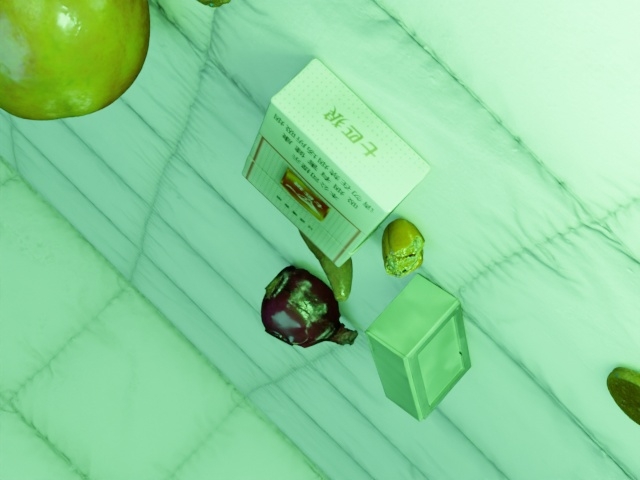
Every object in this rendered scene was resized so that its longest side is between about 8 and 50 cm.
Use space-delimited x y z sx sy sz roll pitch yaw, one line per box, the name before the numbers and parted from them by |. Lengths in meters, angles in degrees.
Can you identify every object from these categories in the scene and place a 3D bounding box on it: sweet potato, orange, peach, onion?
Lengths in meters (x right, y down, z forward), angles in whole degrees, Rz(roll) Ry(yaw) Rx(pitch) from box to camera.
sweet potato | -0.002 -0.009 1.829 0.255 0.058 0.078 -122 15 -45
orange | 0.119 0.009 1.657 0.086 0.062 0.086 175 90 -84
peach | -0.391 -0.337 1.662 0.307 0.308 0.332 30 142 39
onion | -0.027 0.151 2.190 0.198 0.135 0.173 44 166 -5

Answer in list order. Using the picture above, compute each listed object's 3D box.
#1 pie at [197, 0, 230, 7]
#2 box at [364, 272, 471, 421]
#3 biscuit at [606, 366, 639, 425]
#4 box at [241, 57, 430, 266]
pie | -0.188 -0.399 1.396 0.273 0.069 0.273 39 163 14
box | 0.158 0.174 1.833 0.086 0.129 0.225 34 160 29
biscuit | 0.440 0.226 1.492 0.175 0.026 0.124 43 164 5
box | 0.011 -0.095 1.613 0.210 0.095 0.330 44 164 2
